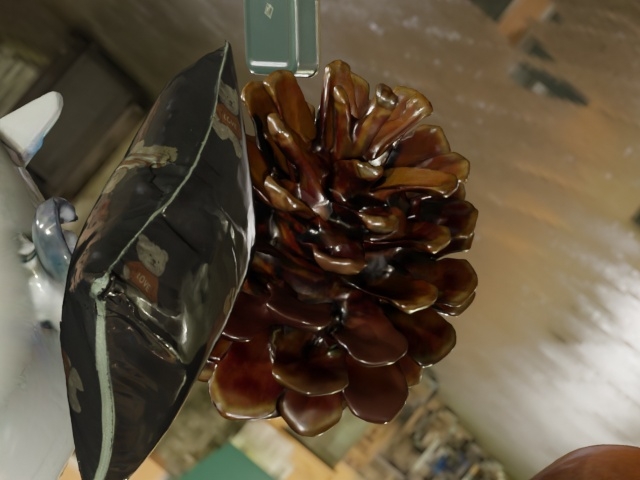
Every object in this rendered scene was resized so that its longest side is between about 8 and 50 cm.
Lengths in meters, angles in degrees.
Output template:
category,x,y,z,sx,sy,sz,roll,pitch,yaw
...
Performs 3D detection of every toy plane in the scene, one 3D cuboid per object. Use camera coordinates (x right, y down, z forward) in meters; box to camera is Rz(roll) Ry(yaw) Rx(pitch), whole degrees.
category,x,y,z,sx,sy,sz,roll,pitch,yaw
toy plane,-0.169,0.031,0.721,0.267,0.267,0.123,33,162,44

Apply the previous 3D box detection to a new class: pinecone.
category,x,y,z,sx,sy,sz,roll,pitch,yaw
pinecone,-0.005,-0.008,1.059,0.264,0.264,0.264,39,173,6

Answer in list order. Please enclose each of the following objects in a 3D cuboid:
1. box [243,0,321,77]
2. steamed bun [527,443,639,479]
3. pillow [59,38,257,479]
category,x,y,z,sx,sy,sz,roll,pitch,yaw
box,-0.038,-0.214,1.375,0.031,0.126,0.091,-8,-167,-37
steamed bun,0.213,0.311,0.834,0.248,0.235,0.379,-25,91,53
pillow,-0.051,0.007,0.494,0.048,0.150,0.090,-1,124,14
